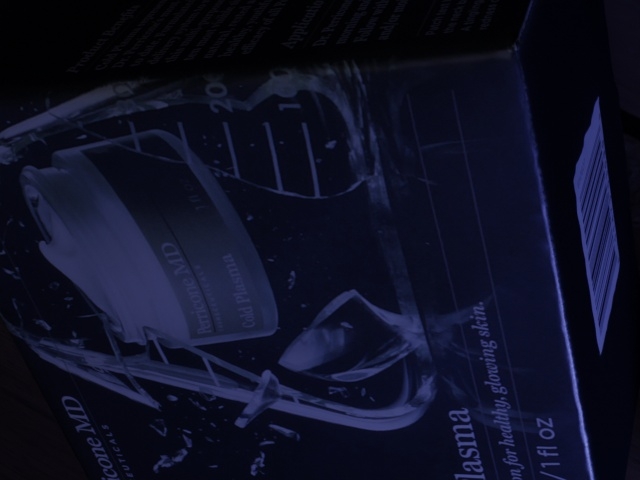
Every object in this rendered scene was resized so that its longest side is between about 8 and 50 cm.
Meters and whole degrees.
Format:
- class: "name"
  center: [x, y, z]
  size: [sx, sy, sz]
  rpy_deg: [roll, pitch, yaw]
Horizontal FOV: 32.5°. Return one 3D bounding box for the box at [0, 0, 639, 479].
- class: "box"
  center: [0.000, 0.000, 0.925]
  size: [0.472, 0.297, 0.480]
  rpy_deg: [-1, 126, 25]
